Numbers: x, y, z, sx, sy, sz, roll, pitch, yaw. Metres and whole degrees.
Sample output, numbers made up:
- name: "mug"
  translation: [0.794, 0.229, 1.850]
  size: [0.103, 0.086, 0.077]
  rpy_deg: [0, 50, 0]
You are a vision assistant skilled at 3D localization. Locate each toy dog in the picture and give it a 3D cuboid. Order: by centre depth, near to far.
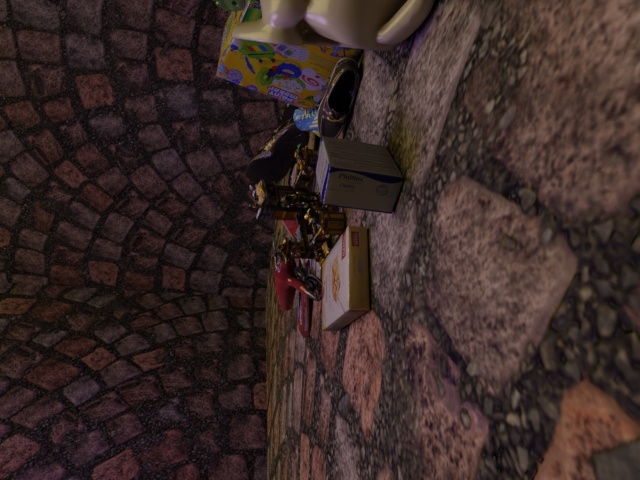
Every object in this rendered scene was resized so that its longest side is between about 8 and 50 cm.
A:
- name: "toy dog"
  translation: [0.021, -0.531, 0.651]
  size: [0.395, 0.285, 0.407]
  rpy_deg: [40, 133, 52]

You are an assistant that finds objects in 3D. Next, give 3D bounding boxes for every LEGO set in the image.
- name: "LEGO set"
  translation: [-0.085, -0.094, 1.113]
  size: [0.255, 0.192, 0.331]
  rpy_deg: [131, 134, -55]
- name: "LEGO set"
  translation: [0.000, 0.000, 1.266]
  size: [0.182, 0.060, 0.244]
  rpy_deg: [-121, 30, -63]

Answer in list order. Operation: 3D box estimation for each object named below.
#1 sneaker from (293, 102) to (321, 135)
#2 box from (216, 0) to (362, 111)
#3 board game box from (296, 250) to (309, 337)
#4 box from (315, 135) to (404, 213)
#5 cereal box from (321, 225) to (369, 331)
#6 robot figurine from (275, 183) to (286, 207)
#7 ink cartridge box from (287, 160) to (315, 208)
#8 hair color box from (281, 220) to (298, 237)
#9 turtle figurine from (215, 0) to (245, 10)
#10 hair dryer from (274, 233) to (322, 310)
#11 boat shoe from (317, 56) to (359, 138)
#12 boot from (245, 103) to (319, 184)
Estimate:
- name: "sneaker"
  translation: [-0.018, -0.376, 1.266]
  size: [0.240, 0.126, 0.091]
  rpy_deg: [166, 108, -79]
- name: "box"
  translation: [-0.085, -0.528, 1.072]
  size: [0.279, 0.290, 0.176]
  rpy_deg: [-32, 52, 54]
- name: "board game box"
  translation: [-0.062, 0.180, 1.421]
  size: [0.145, 0.027, 0.281]
  rpy_deg: [-165, 73, -78]
- name: "box"
  translation: [0.061, -0.117, 0.712]
  size: [0.137, 0.126, 0.072]
  rpy_deg: [-99, 19, -55]
- name: "cereal box"
  translation: [0.048, 0.093, 0.894]
  size: [0.240, 0.048, 0.172]
  rpy_deg: [118, 155, -64]
- name: "robot figurine"
  translation: [-0.165, -0.176, 1.626]
  size: [0.115, 0.067, 0.101]
  rpy_deg: [107, 155, -67]
- name: "ink cartridge box"
  translation: [-0.083, -0.220, 1.649]
  size: [0.234, 0.088, 0.193]
  rpy_deg: [-126, 43, -73]
- name: "hair color box"
  translation: [-0.147, -0.096, 1.792]
  size: [0.167, 0.053, 0.093]
  rpy_deg: [57, 173, -9]
- name: "turtle figurine"
  translation: [-0.196, -0.633, 0.825]
  size: [0.198, 0.275, 0.266]
  rpy_deg: [-5, 68, 61]
- name: "hair dryer"
  translation: [-0.089, 0.134, 1.304]
  size: [0.293, 0.080, 0.223]
  rpy_deg: [117, 142, -50]
- name: "boat shoe"
  translation: [0.042, -0.348, 1.054]
  size: [0.068, 0.081, 0.227]
  rpy_deg: [-91, 14, -50]
- name: "boot"
  translation: [-0.144, -0.402, 1.618]
  size: [0.377, 0.138, 0.284]
  rpy_deg: [-37, 30, 47]
